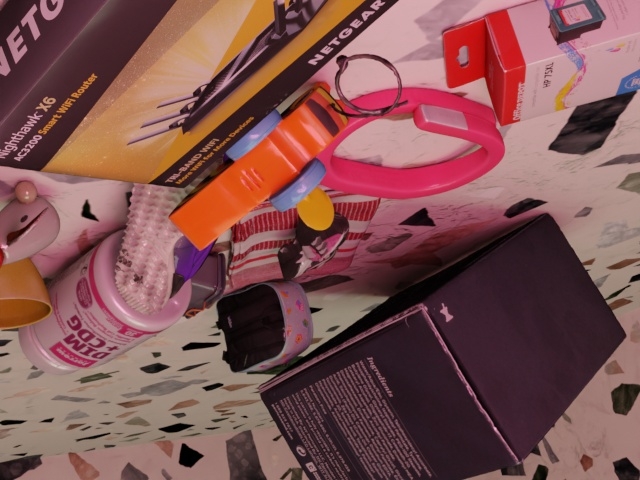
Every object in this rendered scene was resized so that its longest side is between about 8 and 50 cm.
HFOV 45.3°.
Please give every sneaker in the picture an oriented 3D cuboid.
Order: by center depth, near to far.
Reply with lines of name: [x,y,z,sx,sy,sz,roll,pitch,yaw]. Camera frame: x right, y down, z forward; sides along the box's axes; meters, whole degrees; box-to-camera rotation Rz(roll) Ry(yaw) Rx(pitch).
sneaker: [-0.178,-0.040,1.021,0.146,0.102,0.293,-44,169,-52]
sneaker: [0.000,0.000,1.193,0.077,0.072,0.178,-16,169,-34]

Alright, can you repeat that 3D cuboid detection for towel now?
towel: [-0.033,-0.003,1.273,0.237,0.037,0.329,-9,159,-13]

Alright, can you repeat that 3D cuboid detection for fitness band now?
fitness band: [0.117,-0.124,1.038,0.291,0.054,0.209,7,154,-40]

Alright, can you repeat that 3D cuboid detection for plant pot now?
plant pot: [-0.462,0.063,1.107,0.134,0.095,0.134,-12,159,-5]

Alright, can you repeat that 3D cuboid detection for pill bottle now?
pill bottle: [-0.344,0.106,1.193,0.160,0.160,0.283,9,150,-45]

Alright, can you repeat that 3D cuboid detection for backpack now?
backpack: [-0.095,0.162,1.476,0.144,0.166,0.188,2,158,-38]

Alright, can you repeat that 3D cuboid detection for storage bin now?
storage bin: [-0.233,0.074,1.286,0.091,0.098,0.135,17,145,-35]

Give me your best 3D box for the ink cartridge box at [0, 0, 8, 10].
ink cartridge box: [-0.326,-0.221,0.499,0.261,0.066,0.296,-10,159,-12]

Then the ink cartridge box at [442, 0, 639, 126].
ink cartridge box: [0.262,-0.206,0.865,0.231,0.078,0.134,-15,159,7]

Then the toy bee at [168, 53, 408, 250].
toy bee: [-0.025,-0.102,0.843,0.298,0.195,0.162,-12,-156,20]

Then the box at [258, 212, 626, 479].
box: [0.229,0.230,1.448,0.480,0.297,0.472,-27,173,-45]

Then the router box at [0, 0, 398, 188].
router box: [-0.114,-0.167,0.631,0.309,0.081,0.243,-37,159,28]

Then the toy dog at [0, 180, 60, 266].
toy dog: [-0.411,-0.008,0.824,0.220,0.334,0.161,6,115,-7]
